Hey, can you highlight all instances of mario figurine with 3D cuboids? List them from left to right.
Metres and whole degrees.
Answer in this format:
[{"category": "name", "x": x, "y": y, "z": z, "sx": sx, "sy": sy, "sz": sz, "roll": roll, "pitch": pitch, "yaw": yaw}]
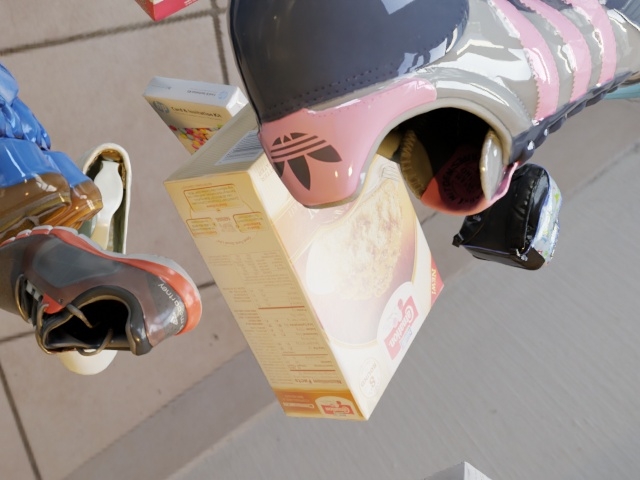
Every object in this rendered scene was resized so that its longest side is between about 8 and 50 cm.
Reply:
[{"category": "mario figurine", "x": -0.307, "y": -0.125, "z": 0.664, "sx": 0.170, "sy": 0.198, "sz": 0.321, "roll": -28, "pitch": 83, "yaw": -31}]

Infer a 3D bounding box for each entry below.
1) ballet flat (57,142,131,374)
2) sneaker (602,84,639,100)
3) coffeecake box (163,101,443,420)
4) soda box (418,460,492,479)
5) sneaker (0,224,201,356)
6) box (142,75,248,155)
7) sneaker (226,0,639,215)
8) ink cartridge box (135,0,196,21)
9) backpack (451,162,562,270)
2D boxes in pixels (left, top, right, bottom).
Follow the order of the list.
[{"category": "ballet flat", "x": -0.379, "y": 0.018, "z": 1.474, "sx": 0.139, "sy": 0.139, "sz": 0.401, "roll": 10, "pitch": 72, "yaw": -24}, {"category": "sneaker", "x": 0.155, "y": -0.177, "z": 0.692, "sx": 0.365, "sy": 0.150, "sz": 0.135, "roll": -5, "pitch": 117, "yaw": -23}, {"category": "coffeecake box", "x": 0.000, "y": 0.000, "z": 0.575, "sx": 0.142, "sy": 0.068, "sz": 0.186, "roll": -53, "pitch": 128, "yaw": -44}, {"category": "soda box", "x": 0.057, "y": 0.256, "z": 0.714, "sx": 0.074, "sy": 0.069, "sz": 0.216, "roll": 39, "pitch": 127, "yaw": -23}, {"category": "sneaker", "x": -0.147, "y": 0.033, "z": 0.503, "sx": 0.065, "sy": 0.157, "sz": 0.061, "roll": -45, "pitch": 131, "yaw": -51}, {"category": "box", "x": -0.131, "y": -0.141, "z": 1.187, "sx": 0.038, "sy": 0.145, "sz": 0.186, "roll": -62, "pitch": 145, "yaw": -22}, {"category": "sneaker", "x": 0.084, "y": -0.078, "z": 0.456, "sx": 0.319, "sy": 0.112, "sz": 0.131, "roll": -4, "pitch": 87, "yaw": -41}, {"category": "ink cartridge box", "x": -0.224, "y": -0.431, "z": 1.242, "sx": 0.127, "sy": 0.128, "sz": 0.176, "roll": -34, "pitch": 160, "yaw": -21}, {"category": "backpack", "x": 0.226, "y": -0.027, "z": 1.024, "sx": 0.084, "sy": 0.105, "sz": 0.114, "roll": 33, "pitch": 74, "yaw": -48}]
